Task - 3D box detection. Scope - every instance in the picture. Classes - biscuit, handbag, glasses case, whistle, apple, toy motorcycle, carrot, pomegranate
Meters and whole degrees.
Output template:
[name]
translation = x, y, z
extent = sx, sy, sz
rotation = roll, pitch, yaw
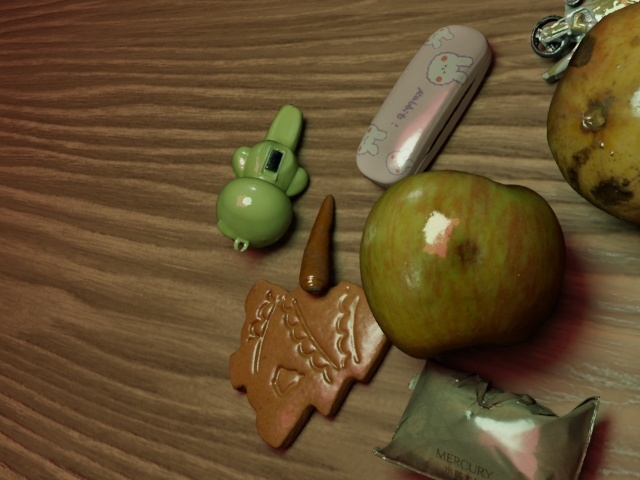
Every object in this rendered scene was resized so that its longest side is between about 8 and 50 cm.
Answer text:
[biscuit]
translation = -0.014, 0.159, 1.120
extent = 0.307, 0.043, 0.283
rotation = -24, 57, 21
[handbag]
translation = 0.209, 0.241, 0.903
extent = 0.271, 0.117, 0.182
rotation = 15, 69, 37
[glasses case]
translation = 0.167, -0.217, 1.162
extent = 0.113, 0.075, 0.296
rotation = 30, 87, 36
[whistle]
translation = -0.097, -0.101, 1.265
extent = 0.141, 0.141, 0.294
rotation = -8, 45, 29
[apple]
translation = 0.180, 0.037, 0.932
extent = 0.265, 0.264, 0.264
rotation = -14, 62, 27
[toy motorcycle]
translation = 0.422, -0.306, 1.041
extent = 0.229, 0.074, 0.151
rotation = -27, 74, 30
[carrot]
translation = 0.000, 0.000, 1.168
extent = 0.048, 0.048, 0.216
rotation = -15, 43, 26
[pomegranate]
translation = 0.417, -0.148, 0.861
extent = 0.281, 0.281, 0.281
rotation = -14, 62, 27
